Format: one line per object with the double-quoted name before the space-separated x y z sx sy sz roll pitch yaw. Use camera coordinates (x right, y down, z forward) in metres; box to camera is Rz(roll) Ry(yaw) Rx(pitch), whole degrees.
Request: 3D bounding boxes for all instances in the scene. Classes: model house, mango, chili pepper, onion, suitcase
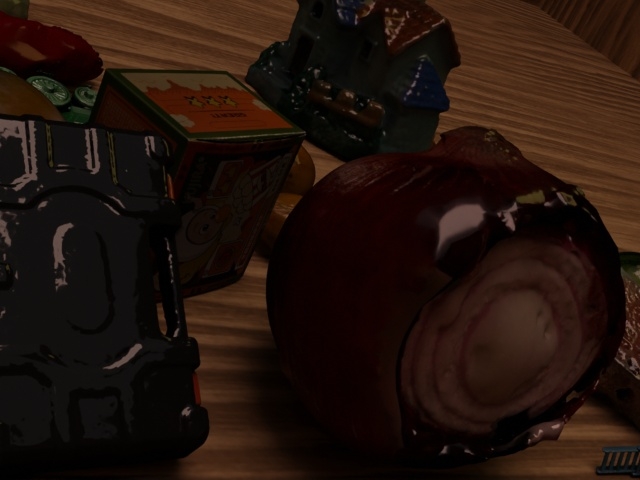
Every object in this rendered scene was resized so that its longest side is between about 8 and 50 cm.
"model house" 0.091 -0.328 1.568 0.251 0.329 0.295 8 29 -39
"mango" 0.000 0.000 1.170 0.190 0.075 0.098 26 32 -14
"chili pepper" -0.407 -0.232 1.197 0.110 0.110 0.387 37 26 22
"onion" 0.109 0.058 0.919 0.341 0.341 0.341 21 27 -11
"suitcase" -0.202 0.039 0.770 0.206 0.066 0.286 4 68 -38
"mango" -0.072 -0.114 1.294 0.115 0.090 0.178 23 20 -35

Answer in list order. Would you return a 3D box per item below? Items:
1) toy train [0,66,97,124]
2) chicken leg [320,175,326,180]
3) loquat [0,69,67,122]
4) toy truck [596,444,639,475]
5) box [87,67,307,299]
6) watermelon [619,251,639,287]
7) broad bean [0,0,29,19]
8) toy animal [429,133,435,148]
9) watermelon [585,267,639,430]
"toy train" -0.332 -0.144 1.144 0.178 0.071 0.105 10 41 -32
"chicken leg" 0.180 0.006 1.261 0.361 0.140 0.211 6 9 -16
"loquat" -0.316 -0.070 0.904 0.179 0.179 0.227 11 36 -28
"toy truck" 0.376 0.254 1.057 0.136 0.063 0.074 7 12 -30
"box" -0.145 -0.061 1.009 0.148 0.195 0.177 40 29 28
"watermelon" 0.446 0.098 1.316 0.187 0.141 0.141 31 26 6
"broad bean" -0.497 -0.311 1.271 0.169 0.100 0.228 35 28 32
"toy animal" 0.173 -0.203 1.717 0.083 0.060 0.081 16 28 0
"watermelon" 0.379 0.142 1.196 0.154 0.094 0.241 -21 58 -29
